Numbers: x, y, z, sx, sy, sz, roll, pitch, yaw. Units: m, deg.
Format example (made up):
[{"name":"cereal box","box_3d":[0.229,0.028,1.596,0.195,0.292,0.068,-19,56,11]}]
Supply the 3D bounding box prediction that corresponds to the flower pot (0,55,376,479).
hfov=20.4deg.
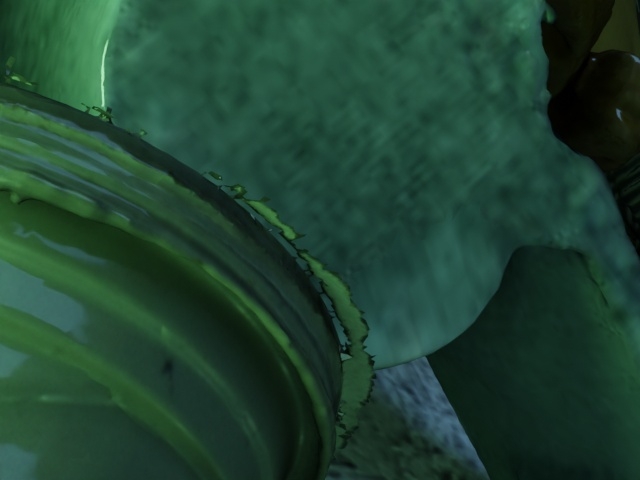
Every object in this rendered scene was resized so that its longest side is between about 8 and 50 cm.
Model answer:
[{"name":"flower pot","box_3d":[-0.111,0.069,0.461,0.235,0.235,0.140,28,50,-21]}]

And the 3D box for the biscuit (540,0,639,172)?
[{"name":"biscuit","box_3d":[0.012,-0.123,0.823,0.314,0.063,0.367,36,-15,2]}]

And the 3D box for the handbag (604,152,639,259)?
[{"name":"handbag","box_3d":[0.311,0.009,0.999,0.341,0.247,0.240,-1,60,-60]}]

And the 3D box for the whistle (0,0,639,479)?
[{"name":"whistle","box_3d":[0.022,-0.018,0.707,0.405,0.188,0.168,29,-15,-30]}]

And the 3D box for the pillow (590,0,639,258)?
[{"name":"pillow","box_3d":[0.134,-0.180,1.137,0.312,0.119,0.310,58,24,-32]}]
